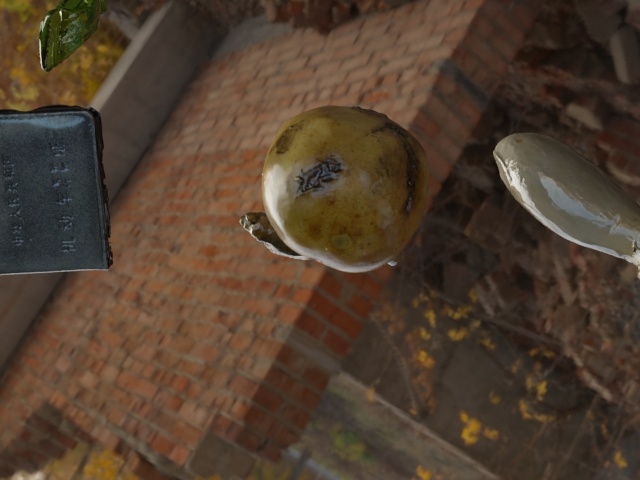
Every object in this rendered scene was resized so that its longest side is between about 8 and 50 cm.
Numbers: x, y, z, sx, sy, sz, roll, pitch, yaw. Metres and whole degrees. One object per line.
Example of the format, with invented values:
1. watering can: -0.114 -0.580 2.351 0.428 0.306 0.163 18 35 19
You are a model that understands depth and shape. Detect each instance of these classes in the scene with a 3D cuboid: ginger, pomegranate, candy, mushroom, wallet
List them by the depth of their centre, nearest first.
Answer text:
1. wallet: -0.360 -0.063 1.217 0.168 0.222 0.036 -2 -166 -3
2. pomegranate: 0.036 -0.085 1.420 0.261 0.260 0.260 28 166 8
3. mushroom: 0.410 -0.057 1.456 0.350 0.128 0.128 37 173 37
4. candy: -0.481 -0.454 1.888 0.069 0.246 0.149 19 139 0
5. ginger: -0.002 0.000 1.945 0.333 0.080 0.166 10 163 11
